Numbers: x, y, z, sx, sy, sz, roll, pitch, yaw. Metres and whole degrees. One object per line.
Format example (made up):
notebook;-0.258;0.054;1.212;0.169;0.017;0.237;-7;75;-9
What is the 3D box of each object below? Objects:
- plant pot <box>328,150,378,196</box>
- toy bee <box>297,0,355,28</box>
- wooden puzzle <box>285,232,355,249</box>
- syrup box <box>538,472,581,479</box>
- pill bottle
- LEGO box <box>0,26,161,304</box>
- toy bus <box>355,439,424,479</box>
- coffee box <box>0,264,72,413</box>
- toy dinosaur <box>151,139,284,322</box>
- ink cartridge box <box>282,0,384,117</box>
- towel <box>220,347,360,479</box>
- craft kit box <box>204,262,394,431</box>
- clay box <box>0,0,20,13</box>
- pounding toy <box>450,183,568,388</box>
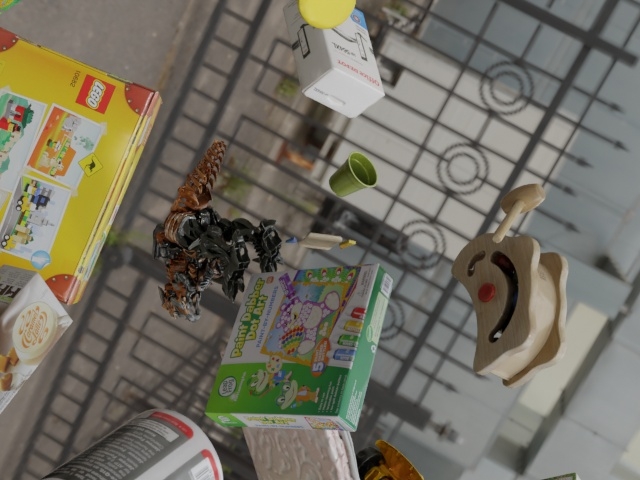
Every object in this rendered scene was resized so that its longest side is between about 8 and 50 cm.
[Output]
plant pot;0.061;-0.128;1.940;0.079;0.083;0.083;-33;-169;36
toy bee;-0.042;-0.267;0.827;0.162;0.195;0.298;-41;-165;-12
wooden puzzle;0.000;0.000;1.783;0.078;0.116;0.014;149;-53;-61
syrup box;0.291;0.439;1.429;0.237;0.096;0.093;-21;-163;25
pill bottle;-0.258;0.329;1.126;0.283;0.161;0.161;-29;149;-56
LEGO box;-0.617;-0.160;2.077;0.193;0.373;0.500;-177;-71;-84
toy bus;0.108;0.514;1.785;0.220;0.149;0.211;-45;146;-6
coffee box;-0.562;0.181;1.632;0.246;0.098;0.141;-57;142;-34
toy dinosaur;-0.196;0.000;1.577;0.164;0.218;0.322;-47;150;-38
ink cartridge box;0.025;-0.346;1.734;0.086;0.203;0.148;-33;146;33
towel;-0.043;0.358;1.655;0.053;0.317;0.331;-24;108;-33
craft kit box;-0.031;0.158;1.413;0.061;0.247;0.249;44;51;-39
clay box;-0.594;-0.417;1.523;0.127;0.053;0.222;-26;167;15
pounding toy;0.237;0.055;1.311;0.154;0.155;0.269;-22;-129;46
